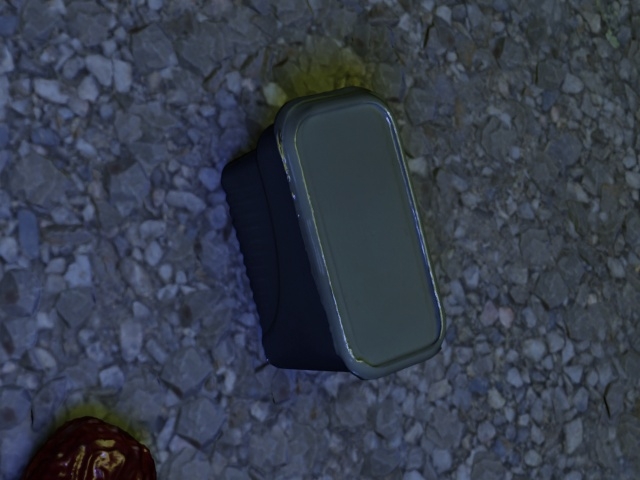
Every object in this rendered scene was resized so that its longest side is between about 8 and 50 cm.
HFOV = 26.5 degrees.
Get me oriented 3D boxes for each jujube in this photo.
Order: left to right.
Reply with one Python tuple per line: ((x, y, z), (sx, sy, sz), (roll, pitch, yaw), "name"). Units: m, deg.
((-0.219, 0.247, 1.212), (0.112, 0.109, 0.176), (22, 71, 8), "jujube")

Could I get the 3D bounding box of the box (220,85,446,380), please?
((0.000, 0.000, 1.341), (0.138, 0.178, 0.274), (-15, 91, -33), "box")
